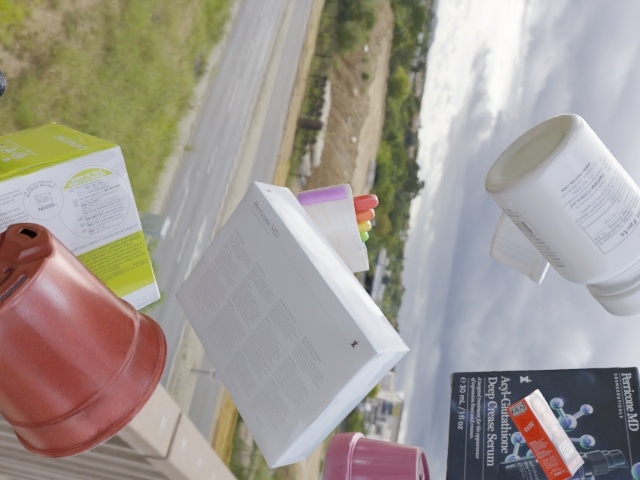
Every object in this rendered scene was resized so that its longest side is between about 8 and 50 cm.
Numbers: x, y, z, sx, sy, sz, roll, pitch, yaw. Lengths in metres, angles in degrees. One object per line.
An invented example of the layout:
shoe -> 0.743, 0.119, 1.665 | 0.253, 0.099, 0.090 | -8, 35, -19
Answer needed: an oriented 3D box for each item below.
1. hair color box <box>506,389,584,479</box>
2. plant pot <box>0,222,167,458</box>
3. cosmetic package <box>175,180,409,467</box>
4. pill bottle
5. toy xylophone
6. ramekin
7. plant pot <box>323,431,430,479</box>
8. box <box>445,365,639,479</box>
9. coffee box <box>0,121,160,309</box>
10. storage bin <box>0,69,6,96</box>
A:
hair color box -> 0.384, 0.334, 1.123 | 0.043, 0.141, 0.072 | -41, 160, 31
plant pot -> -0.412, 0.134, 0.969 | 0.265, 0.272, 0.272 | 65, 30, -41
cosmetic package -> -0.068, 0.131, 1.095 | 0.097, 0.377, 0.284 | 4, 131, -48
pill bottle -> 0.312, -0.024, 0.768 | 0.131, 0.229, 0.131 | -41, -166, 13
toy xylophone -> 0.000, 0.000, 1.367 | 0.323, 0.236, 0.081 | 87, -4, -65
ramekin -> 0.500, -0.049, 1.524 | 0.277, 0.135, 0.277 | -53, 157, -35
plant pot -> 0.122, 0.489, 1.328 | 0.201, 0.180, 0.201 | -8, 90, -72
box -> 0.481, 0.450, 1.386 | 0.293, 0.395, 0.212 | -77, 151, -41
coffee box -> -0.564, -0.010, 1.262 | 0.338, 0.337, 0.334 | -26, 120, -33
storage bin -> -0.704, -0.340, 1.271 | 0.084, 0.122, 0.180 | -13, 73, -61
